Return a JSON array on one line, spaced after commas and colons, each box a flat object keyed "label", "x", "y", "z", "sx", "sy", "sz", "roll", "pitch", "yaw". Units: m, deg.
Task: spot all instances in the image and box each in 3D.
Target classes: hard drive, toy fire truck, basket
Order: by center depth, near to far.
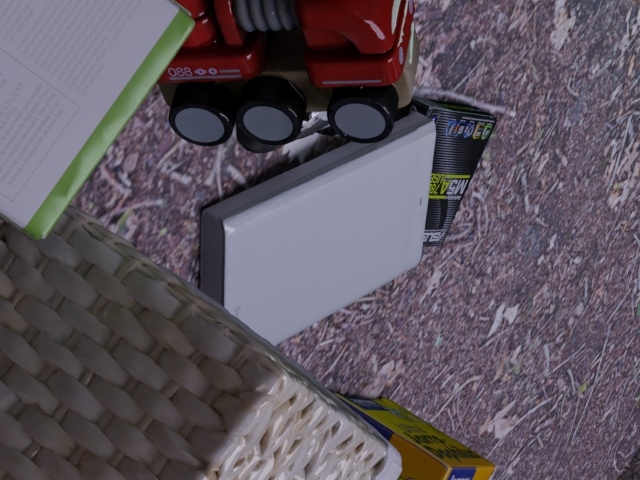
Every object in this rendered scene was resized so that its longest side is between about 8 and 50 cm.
[{"label": "toy fire truck", "x": -0.042, "y": -0.216, "z": 1.121, "sx": 0.246, "sy": 0.217, "sz": 0.158, "roll": 70, "pitch": 26, "yaw": -50}, {"label": "basket", "x": -0.173, "y": 0.187, "z": 1.128, "sx": 0.328, "sy": 0.331, "sz": 0.266, "roll": -52, "pitch": 151, "yaw": -5}, {"label": "hard drive", "x": 0.000, "y": 0.000, "z": 1.512, "sx": 0.307, "sy": 0.040, "sz": 0.203, "roll": -28, "pitch": 136, "yaw": -36}]

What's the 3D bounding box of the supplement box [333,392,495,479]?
[{"label": "supplement box", "x": 0.046, "y": 0.405, "z": 1.854, "sx": 0.356, "sy": 0.195, "sz": 0.194, "roll": -63, "pitch": 154, "yaw": 5}]

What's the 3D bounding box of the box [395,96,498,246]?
[{"label": "box", "x": 0.126, "y": -0.079, "z": 1.689, "sx": 0.190, "sy": 0.045, "sz": 0.184, "roll": 0, "pitch": 115, "yaw": -58}]

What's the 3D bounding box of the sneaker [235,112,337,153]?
[{"label": "sneaker", "x": 0.007, "y": -0.139, "z": 1.397, "sx": 0.234, "sy": 0.078, "sz": 0.106, "roll": -43, "pitch": 146, "yaw": -33}]

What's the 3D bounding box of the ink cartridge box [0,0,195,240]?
[{"label": "ink cartridge box", "x": -0.244, "y": -0.150, "z": 0.938, "sx": 0.255, "sy": 0.097, "sz": 0.189, "roll": 37, "pitch": 83, "yaw": -21}]
